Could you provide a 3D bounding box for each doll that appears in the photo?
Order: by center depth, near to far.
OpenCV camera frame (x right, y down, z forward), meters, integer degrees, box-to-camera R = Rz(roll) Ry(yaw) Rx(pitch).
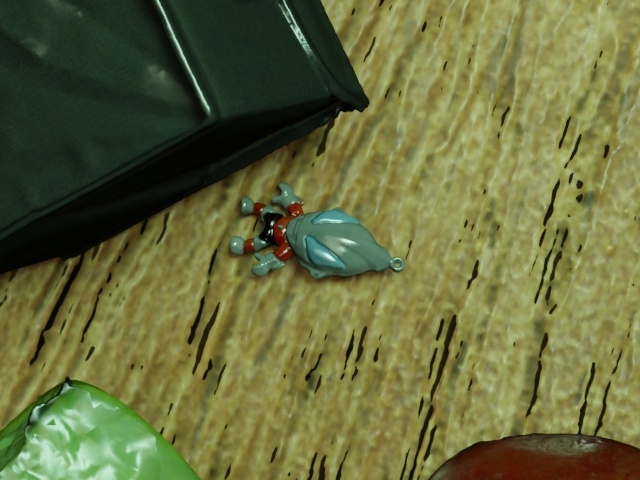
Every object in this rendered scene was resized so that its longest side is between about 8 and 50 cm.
[{"bbox_3d":[0.000,-0.001,1.113,0.114,0.039,0.057,13,46,14],"label":"doll"}]

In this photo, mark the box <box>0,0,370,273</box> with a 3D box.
[{"bbox_3d":[-0.177,-0.168,1.000,0.251,0.204,0.345,-26,90,26],"label":"box"}]

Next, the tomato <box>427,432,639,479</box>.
[{"bbox_3d":[0.154,0.222,1.058,0.228,0.101,0.228,0,87,2],"label":"tomato"}]

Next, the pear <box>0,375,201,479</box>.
[{"bbox_3d":[-0.155,0.297,1.021,0.318,0.238,0.342,42,74,-6],"label":"pear"}]
